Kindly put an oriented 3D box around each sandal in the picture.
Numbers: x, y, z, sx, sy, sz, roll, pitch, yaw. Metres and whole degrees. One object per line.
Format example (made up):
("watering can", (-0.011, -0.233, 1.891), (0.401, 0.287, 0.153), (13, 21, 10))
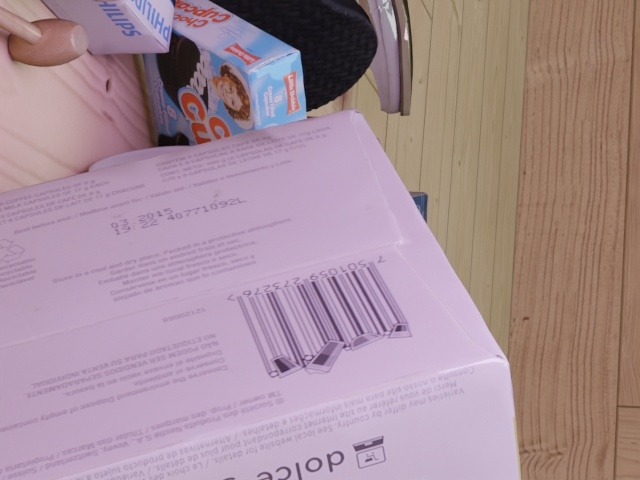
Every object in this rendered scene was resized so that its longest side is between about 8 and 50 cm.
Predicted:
("sandal", (-0.057, -0.248, 1.606), (0.107, 0.167, 0.446), (69, 10, 21))

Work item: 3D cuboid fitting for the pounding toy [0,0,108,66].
("pounding toy", (-0.189, -0.238, 1.130), (0.155, 0.154, 0.269), (-71, 156, -47))

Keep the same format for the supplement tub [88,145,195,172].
("supplement tub", (-0.130, 0.028, 1.365), (0.144, 0.144, 0.200), (-48, 137, -66))

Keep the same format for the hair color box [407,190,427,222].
("hair color box", (0.000, 0.000, 1.761), (0.347, 0.174, 0.105), (-13, 105, -73))

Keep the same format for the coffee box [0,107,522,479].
("coffee box", (-0.068, 0.161, 1.058), (0.338, 0.337, 0.334), (-116, -166, -57))

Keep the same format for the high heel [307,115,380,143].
("high heel", (-0.014, -0.105, 1.806), (0.244, 0.117, 0.082), (-8, 99, -74))

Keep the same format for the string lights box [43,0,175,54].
("string lights box", (-0.167, -0.303, 1.338), (0.133, 0.077, 0.260), (51, 43, -66))

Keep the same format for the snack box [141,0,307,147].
("snack box", (-0.079, -0.056, 1.444), (0.060, 0.187, 0.322), (-27, 129, -27))

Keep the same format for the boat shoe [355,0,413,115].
("boat shoe", (0.066, -0.306, 2.096), (0.113, 0.103, 0.302), (-86, 169, -62))
